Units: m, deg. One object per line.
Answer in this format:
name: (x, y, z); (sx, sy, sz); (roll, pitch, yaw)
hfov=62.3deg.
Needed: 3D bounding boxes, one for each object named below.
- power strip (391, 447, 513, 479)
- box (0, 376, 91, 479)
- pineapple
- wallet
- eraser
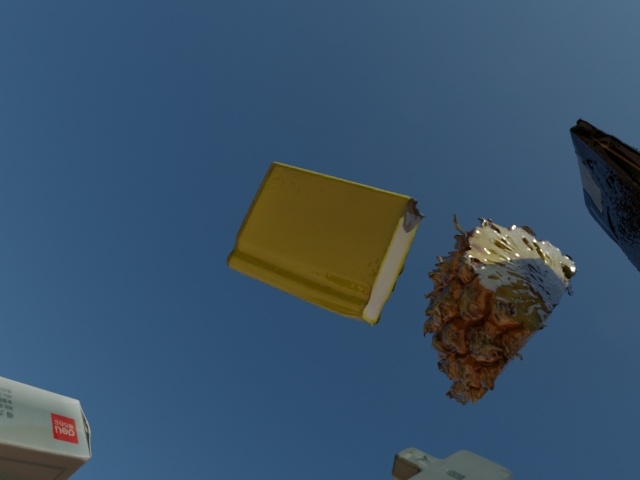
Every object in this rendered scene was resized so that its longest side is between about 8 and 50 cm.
power strip: (0.229, 0.460, 1.003); (0.193, 0.264, 0.059); (13, -83, 41)
box: (-0.347, 0.175, 0.451); (0.135, 0.269, 0.079); (-40, -131, 4)
pineapple: (0.227, 0.121, 0.863); (0.209, 0.344, 0.286); (42, -57, 18)
wallet: (0.436, -0.024, 0.700); (0.071, 0.221, 0.262); (-37, -133, 10)
eraser: (0.000, 0.000, 0.669); (0.226, 0.069, 0.158); (19, -98, 32)
